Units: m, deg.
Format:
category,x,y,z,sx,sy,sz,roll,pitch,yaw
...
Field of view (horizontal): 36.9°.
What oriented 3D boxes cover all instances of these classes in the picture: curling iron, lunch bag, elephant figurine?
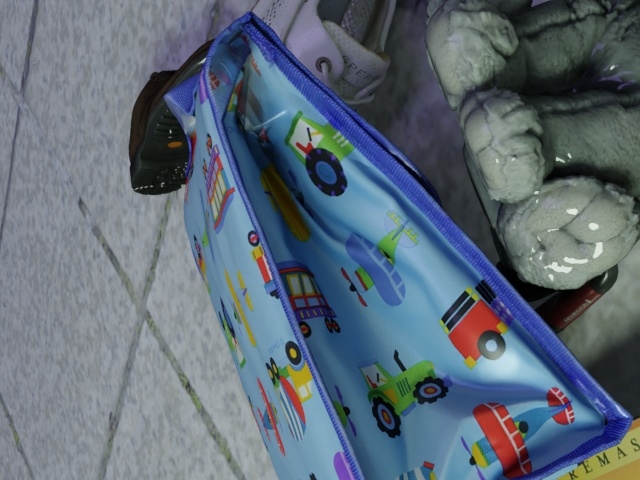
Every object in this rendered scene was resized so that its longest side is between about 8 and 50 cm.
category,x,y,z,sx,sy,sz,roll,pitch,yaw
curling iron,0.098,0.075,0.631,0.068,0.035,0.274,42,134,11
lunch bag,-0.006,0.032,0.541,0.293,0.138,0.221,56,163,10
elephant figurine,0.178,-0.077,0.420,0.186,0.239,0.169,-85,-28,-74

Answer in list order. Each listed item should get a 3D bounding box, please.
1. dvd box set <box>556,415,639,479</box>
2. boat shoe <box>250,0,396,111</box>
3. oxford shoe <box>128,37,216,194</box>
category,x,y,z,sx,sy,sz,roll,pitch,yaw
dvd box set,0.248,0.266,0.416,0.307,0.062,0.420,-47,56,47
boat shoe,0.001,-0.131,0.673,0.096,0.098,0.277,22,97,40
oxford shoe,-0.138,-0.135,0.921,0.227,0.083,0.096,-39,58,49
